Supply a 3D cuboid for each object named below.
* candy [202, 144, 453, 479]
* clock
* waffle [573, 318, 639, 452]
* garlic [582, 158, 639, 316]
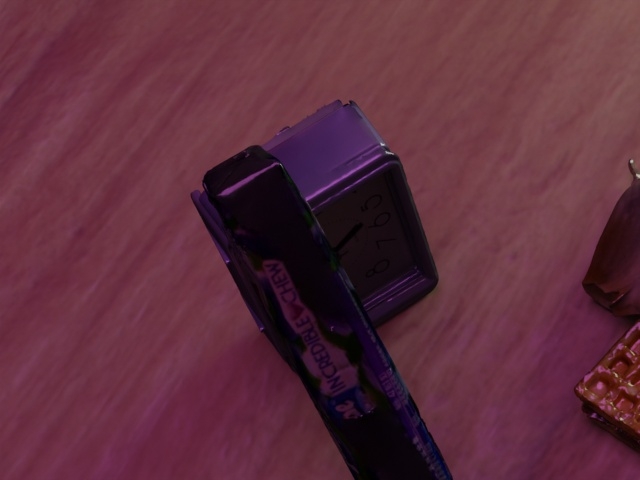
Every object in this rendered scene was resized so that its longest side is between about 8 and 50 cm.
[{"bbox_3d":[0.012,0.081,1.221,0.061,0.312,0.088,-30,13,-6],"label":"candy"},{"bbox_3d":[-0.001,0.000,1.344,0.144,0.193,0.073,-32,54,-6],"label":"clock"},{"bbox_3d":[0.267,0.119,1.269,0.148,0.042,0.102,35,73,34],"label":"waffle"},{"bbox_3d":[0.250,-0.008,1.349,0.084,0.066,0.152,10,61,26],"label":"garlic"}]
